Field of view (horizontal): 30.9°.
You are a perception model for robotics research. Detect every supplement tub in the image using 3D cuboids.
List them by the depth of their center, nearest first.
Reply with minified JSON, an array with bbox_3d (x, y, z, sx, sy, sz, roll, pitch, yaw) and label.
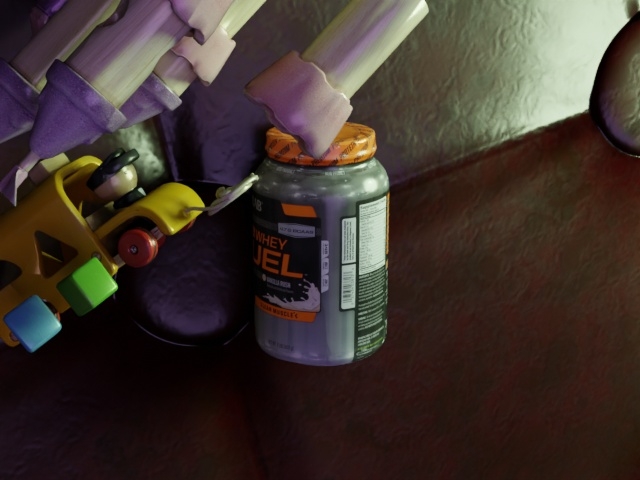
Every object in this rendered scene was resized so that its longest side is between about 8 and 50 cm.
[{"bbox_3d":[0.000,0.000,0.983,0.117,0.117,0.191,-8,109,-24],"label":"supplement tub"}]

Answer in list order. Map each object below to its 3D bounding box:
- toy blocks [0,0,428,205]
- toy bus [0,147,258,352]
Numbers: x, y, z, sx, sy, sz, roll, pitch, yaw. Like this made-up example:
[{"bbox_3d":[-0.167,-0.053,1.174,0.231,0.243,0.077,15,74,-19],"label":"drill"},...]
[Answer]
[{"bbox_3d":[-0.153,-0.172,0.760,0.260,0.288,0.309,-47,121,-2],"label":"toy blocks"},{"bbox_3d":[-0.176,-0.013,0.858,0.202,0.191,0.104,-40,97,-25],"label":"toy bus"}]
